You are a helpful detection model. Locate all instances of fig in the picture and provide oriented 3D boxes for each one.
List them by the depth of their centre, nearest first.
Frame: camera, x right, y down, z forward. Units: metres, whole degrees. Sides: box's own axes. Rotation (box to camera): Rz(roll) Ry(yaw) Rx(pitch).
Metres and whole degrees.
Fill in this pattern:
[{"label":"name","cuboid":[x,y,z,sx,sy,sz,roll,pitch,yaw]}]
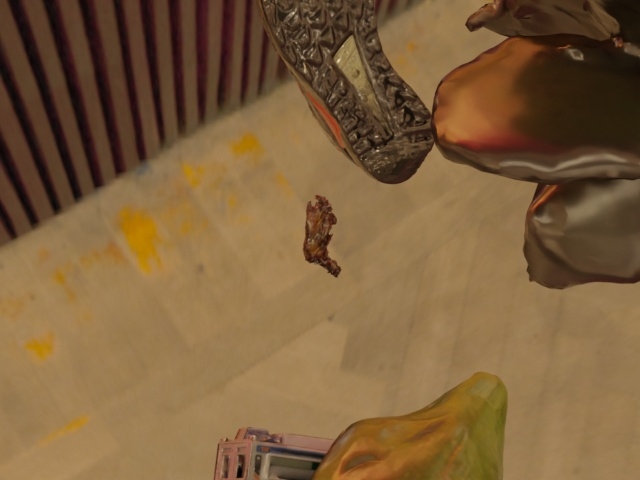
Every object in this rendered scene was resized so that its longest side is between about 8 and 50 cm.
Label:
[{"label":"fig","cuboid":[0.114,0.241,1.520,0.206,0.206,0.275,42,67,5]}]

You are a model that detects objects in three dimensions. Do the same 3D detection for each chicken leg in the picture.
[{"label":"chicken leg","cuboid":[-0.002,-0.001,1.329,0.036,0.021,0.083,-24,121,-32]}]

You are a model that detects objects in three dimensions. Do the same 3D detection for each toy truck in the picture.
[{"label":"toy truck","cuboid":[0.021,0.294,1.638,0.268,0.124,0.155,10,78,-24]}]

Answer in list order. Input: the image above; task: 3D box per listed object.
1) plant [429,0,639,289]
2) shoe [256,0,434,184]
[{"label":"plant","cuboid":[0.150,-0.096,0.522,0.199,0.188,0.276,23,75,-10]},{"label":"shoe","cuboid":[0.002,-0.124,0.973,0.074,0.077,0.194,-37,115,-14]}]
